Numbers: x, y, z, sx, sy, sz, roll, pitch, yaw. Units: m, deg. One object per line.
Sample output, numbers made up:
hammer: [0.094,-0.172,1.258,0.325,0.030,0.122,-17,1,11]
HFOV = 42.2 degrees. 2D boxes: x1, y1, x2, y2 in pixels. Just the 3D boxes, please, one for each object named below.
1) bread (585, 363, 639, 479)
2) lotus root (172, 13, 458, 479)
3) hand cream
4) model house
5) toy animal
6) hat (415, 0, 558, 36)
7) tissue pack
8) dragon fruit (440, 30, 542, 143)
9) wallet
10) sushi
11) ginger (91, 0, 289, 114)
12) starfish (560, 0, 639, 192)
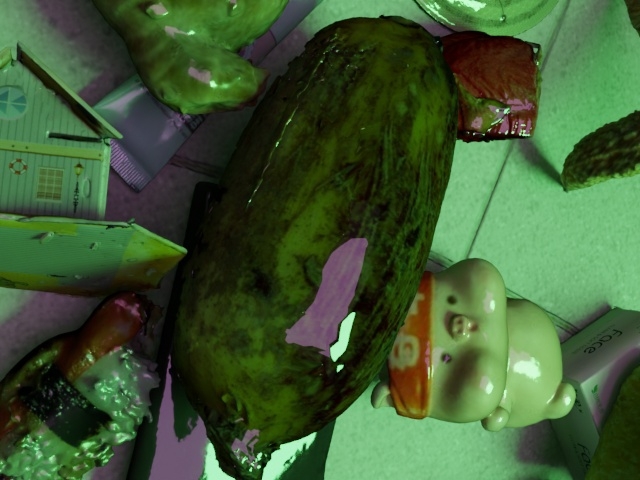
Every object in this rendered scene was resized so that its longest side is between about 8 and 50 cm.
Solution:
bread: [0.363,0.212,0.836,0.102,0.138,0.196,21,92,-25]
lotus root: [0.000,0.000,0.672,0.179,0.196,0.397,20,74,13]
hand cream: [-0.074,-0.187,0.751,0.331,0.058,0.085,-45,124,-9]
model house: [-0.213,-0.044,0.642,0.208,0.219,0.135,4,73,-17]
toy animal: [0.141,0.104,0.819,0.198,0.171,0.171,14,89,-29]
hat: [0.195,-0.332,0.827,0.252,0.110,0.251,-2,95,-24]
tissue pack: [0.358,0.222,0.959,0.149,0.092,0.246,-30,107,-18]
dragon fruit: [0.124,-0.154,0.807,0.161,0.120,0.127,2,88,-18]
wallet: [-0.067,0.139,0.776,0.197,0.051,0.377,15,85,-27]
sushi: [-0.207,0.140,0.687,0.226,0.103,0.097,-40,150,0]
ginger: [-0.120,-0.279,0.639,0.256,0.176,0.375,-21,91,-28]
starfish: [0.425,-0.117,0.810,0.132,0.398,0.383,57,45,-39]
